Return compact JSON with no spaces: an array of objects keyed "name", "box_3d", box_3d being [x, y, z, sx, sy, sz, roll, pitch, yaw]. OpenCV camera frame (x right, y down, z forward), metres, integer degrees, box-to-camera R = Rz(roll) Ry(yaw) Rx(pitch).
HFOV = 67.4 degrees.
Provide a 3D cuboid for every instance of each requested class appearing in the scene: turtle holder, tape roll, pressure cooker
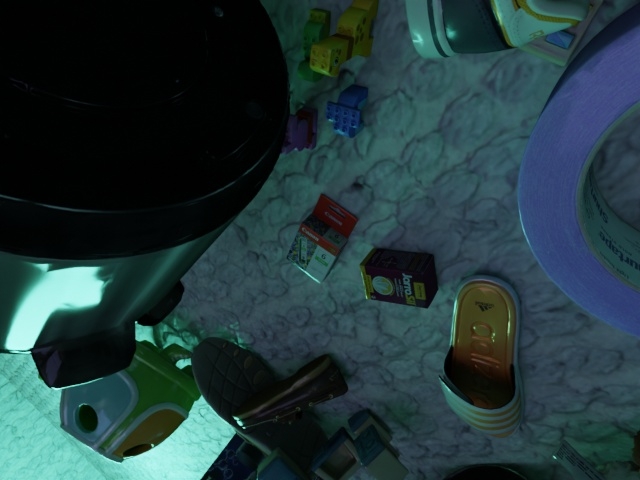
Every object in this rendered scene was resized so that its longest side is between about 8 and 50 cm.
[{"name":"turtle holder","box_3d":[-0.410,0.284,0.954,0.320,0.227,0.243,35,153,-5]},{"name":"tape roll","box_3d":[0.297,-0.046,0.349,0.274,0.090,0.275,19,132,23]},{"name":"pressure cooker","box_3d":[-0.269,-0.079,0.479,0.375,0.370,0.420,32,142,-18]}]

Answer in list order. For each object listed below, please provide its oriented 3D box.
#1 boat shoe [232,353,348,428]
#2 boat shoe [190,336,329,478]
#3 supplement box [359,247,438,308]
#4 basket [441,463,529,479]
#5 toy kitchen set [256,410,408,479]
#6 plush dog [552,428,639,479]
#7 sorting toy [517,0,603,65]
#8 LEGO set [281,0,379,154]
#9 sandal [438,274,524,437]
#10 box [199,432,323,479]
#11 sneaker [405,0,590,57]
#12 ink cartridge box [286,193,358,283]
[{"name":"boat shoe","box_3d":[-0.052,0.268,0.797,0.207,0.073,0.073,-32,97,19]},{"name":"boat shoe","box_3d":[-0.126,0.321,0.906,0.324,0.123,0.116,48,151,3]},{"name":"supplement box","box_3d":[0.097,0.046,0.591,0.083,0.043,0.055,5,123,32]},{"name":"basket","box_3d":[0.293,0.468,0.701,0.227,0.154,0.204,49,142,-11]},{"name":"toy kitchen set","box_3d":[0.010,0.362,0.756,0.122,0.207,0.166,45,177,-3]},{"name":"plush dog","box_3d":[0.389,0.347,0.541,0.262,0.211,0.225,-9,135,42]},{"name":"sorting toy","box_3d":[0.173,-0.184,0.386,0.083,0.012,0.062,30,135,13]},{"name":"LEGO set","box_3d":[0.000,-0.168,0.463,0.087,0.093,0.227,22,132,21]},{"name":"sandal","box_3d":[0.191,0.164,0.590,0.101,0.076,0.265,7,126,32]},{"name":"box","box_3d":[-0.101,0.514,0.984,0.261,0.184,0.103,37,136,5]},{"name":"sneaker","box_3d":[0.110,-0.279,0.282,0.127,0.126,0.321,8,132,32]},{"name":"ink cartridge box","box_3d":[0.000,0.000,0.635,0.062,0.029,0.115,35,136,9]}]
